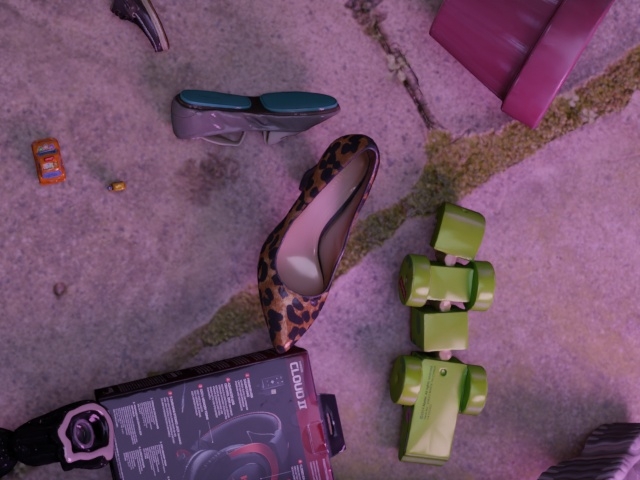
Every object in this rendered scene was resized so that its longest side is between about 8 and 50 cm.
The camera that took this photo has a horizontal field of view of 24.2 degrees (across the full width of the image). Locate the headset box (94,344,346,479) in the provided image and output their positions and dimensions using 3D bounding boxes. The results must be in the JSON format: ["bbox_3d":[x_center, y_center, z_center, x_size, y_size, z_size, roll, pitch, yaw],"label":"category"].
[{"bbox_3d":[-0.113,0.260,1.847,0.293,0.110,0.218,-13,94,-11],"label":"headset box"}]

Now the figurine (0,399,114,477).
[{"bbox_3d":[-0.327,0.308,1.776,0.092,0.209,0.214,-19,94,-53],"label":"figurine"}]

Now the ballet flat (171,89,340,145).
[{"bbox_3d":[-0.083,-0.152,1.878,0.213,0.072,0.068,1,118,-11],"label":"ballet flat"}]

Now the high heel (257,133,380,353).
[{"bbox_3d":[0.000,0.000,1.794,0.093,0.186,0.261,20,69,-17],"label":"high heel"}]

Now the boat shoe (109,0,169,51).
[{"bbox_3d":[-0.238,-0.295,1.845,0.049,0.056,0.152,-29,87,-5],"label":"boat shoe"}]

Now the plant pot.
[{"bbox_3d":[0.246,-0.270,1.882,0.180,0.201,0.201,32,84,6],"label":"plant pot"}]

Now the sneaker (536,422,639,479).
[{"bbox_3d":[0.358,0.326,1.887,0.281,0.105,0.115,-24,104,-50],"label":"sneaker"}]

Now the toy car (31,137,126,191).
[{"bbox_3d":[-0.296,-0.094,1.839,0.122,0.040,0.060,5,90,-11],"label":"toy car"}]

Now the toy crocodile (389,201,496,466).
[{"bbox_3d":[0.151,0.120,1.913,0.115,0.105,0.340,4,95,-12],"label":"toy crocodile"}]
